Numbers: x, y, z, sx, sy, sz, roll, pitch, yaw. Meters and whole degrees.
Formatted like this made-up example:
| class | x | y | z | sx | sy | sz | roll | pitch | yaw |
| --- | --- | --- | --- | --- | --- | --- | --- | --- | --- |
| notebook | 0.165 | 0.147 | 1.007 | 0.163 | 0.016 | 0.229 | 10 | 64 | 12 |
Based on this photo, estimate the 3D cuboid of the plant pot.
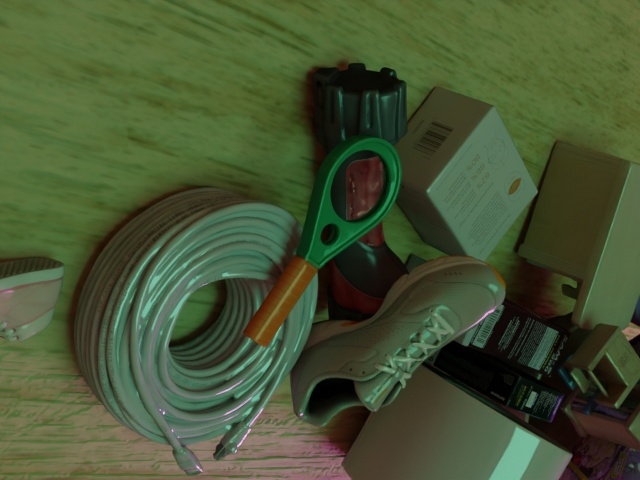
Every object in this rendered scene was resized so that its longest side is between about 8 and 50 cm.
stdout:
| class | x | y | z | sx | sy | sz | roll | pitch | yaw |
| --- | --- | --- | --- | --- | --- | --- | --- | --- | --- |
| plant pot | 0.336 | 0.203 | 1.398 | 0.237 | 0.109 | 0.237 | -21 | 123 | -37 |

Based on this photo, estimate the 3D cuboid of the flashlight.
| class | x | y | z | sx | sy | sz | roll | pitch | yaw |
| --- | --- | --- | --- | --- | --- | --- | --- | --- | --- |
| flashlight | 0.055 | -0.033 | 1.001 | 0.103 | 0.103 | 0.304 | -14 | 125 | -20 |

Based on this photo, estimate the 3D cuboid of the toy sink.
| class | x | y | z | sx | sy | sz | roll | pitch | yaw |
| --- | --- | --- | --- | --- | --- | --- | --- | --- | --- |
| toy sink | 0.381 | -0.005 | 1.318 | 0.152 | 0.131 | 0.234 | 6 | 103 | -45 |

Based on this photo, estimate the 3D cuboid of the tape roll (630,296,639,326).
| class | x | y | z | sx | sy | sz | roll | pitch | yaw |
| --- | --- | --- | --- | --- | --- | --- | --- | --- | --- |
| tape roll | 0.545 | 0.047 | 1.541 | 0.189 | 0.080 | 0.189 | -22 | 125 | -35 |

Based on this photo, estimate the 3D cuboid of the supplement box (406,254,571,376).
| class | x | y | z | sx | sy | sz | roll | pitch | yaw |
| --- | --- | --- | --- | --- | --- | --- | --- | --- | --- |
| supplement box | 0.212 | 0.101 | 1.212 | 0.239 | 0.130 | 0.073 | 25 | 93 | -49 |

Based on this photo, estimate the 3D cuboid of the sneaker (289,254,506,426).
| class | x | y | z | sx | sy | sz | roll | pitch | yaw |
| --- | --- | --- | --- | --- | --- | --- | --- | --- | --- |
| sneaker | 0.080 | 0.117 | 0.966 | 0.262 | 0.121 | 0.099 | -31 | 119 | 19 |

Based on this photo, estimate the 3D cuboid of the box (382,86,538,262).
| class | x | y | z | sx | sy | sz | roll | pitch | yaw |
| --- | --- | --- | --- | --- | --- | --- | --- | --- | --- |
| box | 0.162 | -0.071 | 1.098 | 0.130 | 0.091 | 0.170 | -51 | 137 | -11 |

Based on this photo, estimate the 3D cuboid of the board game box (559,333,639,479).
| class | x | y | z | sx | sy | sz | roll | pitch | yaw |
| --- | --- | --- | --- | --- | --- | --- | --- | --- | --- |
| board game box | 0.456 | 0.283 | 1.442 | 0.347 | 0.056 | 0.208 | -54 | 177 | -38 |

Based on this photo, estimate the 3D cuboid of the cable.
| class | x | y | z | sx | sy | sz | roll | pitch | yaw |
| --- | --- | --- | --- | --- | --- | --- | --- | --- | --- |
| cable | -0.114 | 0.075 | 0.915 | 0.257 | 0.089 | 0.257 | -48 | 136 | -14 |

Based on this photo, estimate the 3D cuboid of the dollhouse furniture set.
| class | x | y | z | sx | sy | sz | roll | pitch | yaw |
| --- | --- | --- | --- | --- | --- | --- | --- | --- | --- |
| dollhouse furniture set | 0.402 | 0.181 | 1.298 | 0.129 | 0.129 | 0.184 | -47 | 114 | -20 |

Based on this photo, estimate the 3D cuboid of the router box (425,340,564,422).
| class | x | y | z | sx | sy | sz | roll | pitch | yaw |
| --- | --- | --- | --- | --- | --- | --- | --- | --- | --- |
| router box | 0.209 | 0.168 | 1.208 | 0.133 | 0.179 | 0.046 | 26 | 91 | -48 |

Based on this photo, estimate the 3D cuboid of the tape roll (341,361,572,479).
| class | x | y | z | sx | sy | sz | roll | pitch | yaw |
| --- | --- | --- | --- | --- | --- | --- | --- | --- | --- |
| tape roll | 0.172 | 0.278 | 1.186 | 0.246 | 0.246 | 0.169 | 31 | 88 | -48 |

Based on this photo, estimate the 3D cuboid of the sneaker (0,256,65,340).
| class | x | y | z | sx | sy | sz | roll | pitch | yaw |
| --- | --- | --- | --- | --- | --- | --- | --- | --- | --- |
| sneaker | -0.274 | 0.055 | 0.771 | 0.134 | 0.051 | 0.070 | -6 | 113 | -52 |

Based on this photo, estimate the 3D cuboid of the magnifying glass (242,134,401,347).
| class | x | y | z | sx | sy | sz | roll | pitch | yaw |
| --- | --- | --- | --- | --- | --- | --- | --- | --- | --- |
| magnifying glass | 0.000 | 0.000 | 0.899 | 0.092 | 0.026 | 0.231 | 37 | 83 | -40 |
